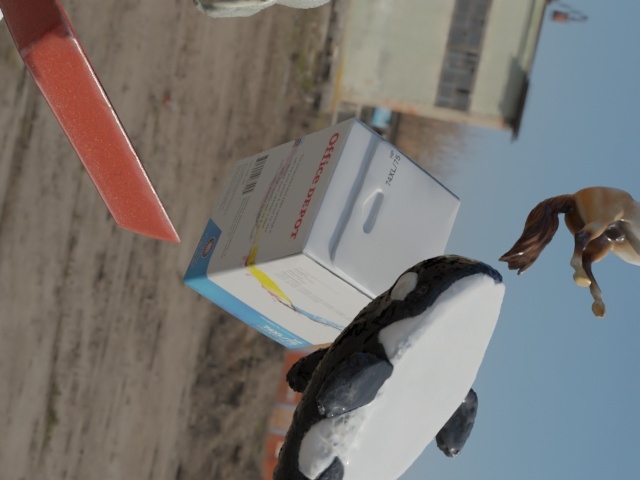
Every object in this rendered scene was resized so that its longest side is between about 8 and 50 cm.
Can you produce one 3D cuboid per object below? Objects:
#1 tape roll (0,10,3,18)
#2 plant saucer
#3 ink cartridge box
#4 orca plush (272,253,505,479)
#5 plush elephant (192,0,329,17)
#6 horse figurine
[{"bbox_3d":[-0.429,-0.322,1.320,0.100,0.286,0.286,36,55,-43],"label":"tape roll"},{"bbox_3d":[-0.222,-0.146,1.049,0.259,0.048,0.258,57,-8,43],"label":"plant saucer"},{"bbox_3d":[0.000,0.000,1.535,0.270,0.197,0.198,-14,-132,52],"label":"ink cartridge box"},{"bbox_3d":[0.020,0.125,0.827,0.102,0.151,0.287,38,-62,44],"label":"orca plush"},{"bbox_3d":[-0.008,-0.349,1.188,0.255,0.272,0.330,-35,-105,47],"label":"plush elephant"},{"bbox_3d":[0.304,0.013,1.156,0.174,0.263,0.066,-82,-165,-45],"label":"horse figurine"}]
